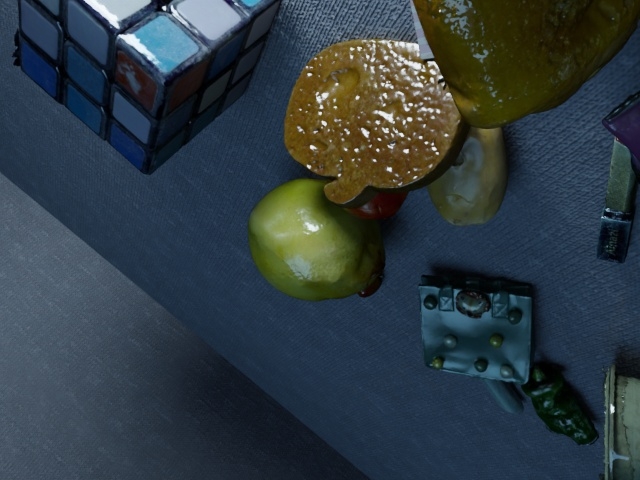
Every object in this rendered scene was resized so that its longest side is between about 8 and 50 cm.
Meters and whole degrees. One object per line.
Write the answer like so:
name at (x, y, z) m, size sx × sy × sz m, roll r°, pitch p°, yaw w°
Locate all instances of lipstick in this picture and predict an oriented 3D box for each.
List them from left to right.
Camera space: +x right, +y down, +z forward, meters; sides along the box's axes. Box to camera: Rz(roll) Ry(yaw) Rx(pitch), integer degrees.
lipstick at (0.509, -0.091, 0.939) m, size 0.051 × 0.051 × 0.312 m, roll 16°, pitch 140°, yaw 33°

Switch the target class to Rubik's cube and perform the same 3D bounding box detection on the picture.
Rubik's cube at (-0.337, -0.407, 1.109) m, size 0.358 × 0.363 × 0.362 m, roll 42°, pitch 145°, yaw 0°

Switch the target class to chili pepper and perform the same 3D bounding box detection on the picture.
chili pepper at (0.589, 0.404, 1.411) m, size 0.270 × 0.099 × 0.136 m, roll 50°, pitch 170°, yaw -27°

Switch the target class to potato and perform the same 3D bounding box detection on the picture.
potato at (0.266, -0.139, 1.038) m, size 0.150 × 0.146 × 0.234 m, roll -4°, pitch 113°, yaw 7°

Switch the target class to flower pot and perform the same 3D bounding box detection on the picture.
flower pot at (0.724, 0.412, 1.155) m, size 0.258 × 0.290 × 0.291 m, roll 1°, pitch 132°, yaw 28°

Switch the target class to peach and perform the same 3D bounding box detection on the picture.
peach at (-0.008, -0.002, 1.327) m, size 0.315 × 0.314 × 0.282 m, roll 35°, pitch 117°, yaw 53°
peach at (0.111, -0.135, 1.149) m, size 0.192 × 0.190 × 0.190 m, roll 18°, pitch 142°, yaw 26°

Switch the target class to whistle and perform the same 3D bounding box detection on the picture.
whistle at (0.454, 0.358, 1.513) m, size 0.062 × 0.062 × 0.312 m, roll -13°, pitch 121°, yaw 50°

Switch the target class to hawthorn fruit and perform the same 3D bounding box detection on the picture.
hawthorn fruit at (0.131, 0.108, 1.525) m, size 0.081 × 0.081 × 0.093 m, roll 45°, pitch 117°, yaw -10°

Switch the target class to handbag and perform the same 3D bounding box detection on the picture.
handbag at (0.367, 0.218, 1.338) m, size 0.268 × 0.100 × 0.274 m, roll 6°, pitch 124°, yaw 27°

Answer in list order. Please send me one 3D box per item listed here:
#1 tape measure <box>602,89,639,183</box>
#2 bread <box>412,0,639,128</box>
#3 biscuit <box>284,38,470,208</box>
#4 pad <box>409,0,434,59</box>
tape measure at (0.512, -0.123, 0.723) m, size 0.232 × 0.245 × 0.149 m, roll 54°, pitch 146°, yaw 6°
bread at (0.257, -0.321, 0.655) m, size 0.148 × 0.328 × 0.337 m, roll 12°, pitch 137°, yaw 52°
biscuit at (0.092, -0.209, 1.024) m, size 0.367 × 0.315 × 0.063 m, roll 17°, pitch -174°, yaw 32°
pad at (0.208, -0.426, 0.820) m, size 0.202 × 0.005 × 0.300 m, roll 4°, pitch 125°, yaw 35°
